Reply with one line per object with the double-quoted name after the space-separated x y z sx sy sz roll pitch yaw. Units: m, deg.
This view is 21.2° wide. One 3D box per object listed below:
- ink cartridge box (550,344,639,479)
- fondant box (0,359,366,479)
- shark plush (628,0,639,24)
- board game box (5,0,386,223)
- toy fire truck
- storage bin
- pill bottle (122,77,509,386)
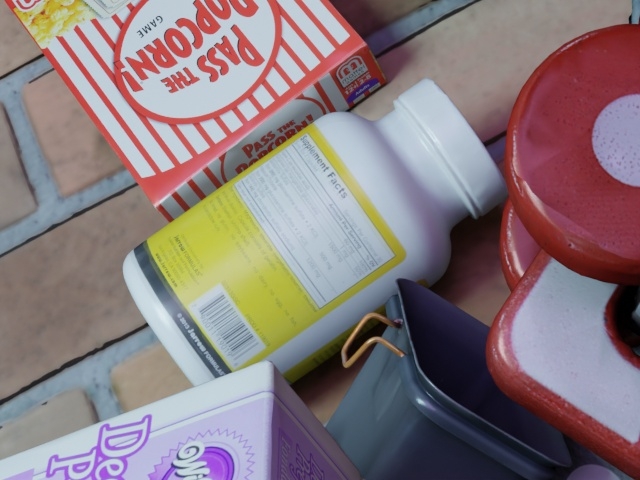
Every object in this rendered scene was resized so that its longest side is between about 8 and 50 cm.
0.229 0.159 0.738 0.303 0.072 0.307 34 79 29 "ink cartridge box"
-0.141 0.207 0.642 0.330 0.096 0.238 -21 39 17 "fondant box"
0.169 -0.172 0.910 0.073 0.067 0.161 13 71 23 "shark plush"
-0.076 -0.118 0.981 0.147 0.045 0.193 -38 60 -1 "board game box"
0.222 -0.023 0.713 0.254 0.169 0.302 32 79 12 "toy fire truck"
0.043 0.089 0.789 0.098 0.135 0.091 32 104 -13 "storage bin"
0.000 0.000 0.867 0.184 0.103 0.103 -35 60 0 "pill bottle"
